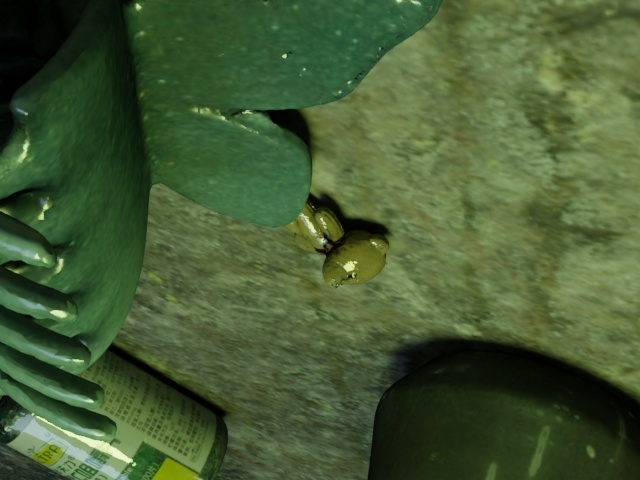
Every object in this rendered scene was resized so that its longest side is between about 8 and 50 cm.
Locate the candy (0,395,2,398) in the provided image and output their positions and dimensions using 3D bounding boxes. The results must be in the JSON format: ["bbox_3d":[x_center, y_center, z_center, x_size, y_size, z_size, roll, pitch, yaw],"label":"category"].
[{"bbox_3d":[-0.291,0.058,0.924,0.135,0.320,0.179,22,149,-4],"label":"candy"}]

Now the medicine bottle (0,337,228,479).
[{"bbox_3d":[-0.253,0.184,1.311,0.293,0.141,0.141,35,151,-18],"label":"medicine bottle"}]

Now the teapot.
[{"bbox_3d":[0.107,0.287,0.987,0.253,0.344,0.300,38,150,-23],"label":"teapot"}]

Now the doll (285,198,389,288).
[{"bbox_3d":[0.005,-0.006,0.889,0.093,0.051,0.061,54,153,5],"label":"doll"}]

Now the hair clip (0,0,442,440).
[{"bbox_3d":[-0.166,-0.050,0.708,0.392,0.238,0.318,20,152,6],"label":"hair clip"}]
